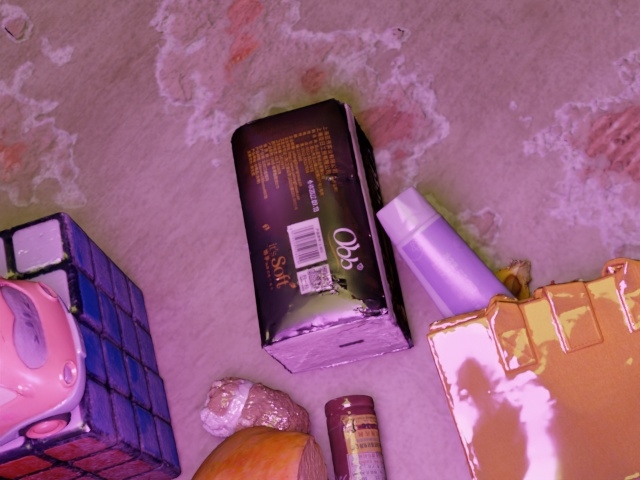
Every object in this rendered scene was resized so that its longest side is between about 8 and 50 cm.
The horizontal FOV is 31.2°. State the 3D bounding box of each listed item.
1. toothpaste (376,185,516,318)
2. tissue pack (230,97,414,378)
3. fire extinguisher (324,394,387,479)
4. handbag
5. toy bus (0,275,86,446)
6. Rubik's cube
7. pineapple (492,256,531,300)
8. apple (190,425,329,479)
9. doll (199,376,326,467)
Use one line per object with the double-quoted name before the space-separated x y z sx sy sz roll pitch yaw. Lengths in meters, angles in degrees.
"toothpaste" 0.218 0.089 1.640 0.125 0.080 0.371 -40 83 16
"tissue pack" 0.000 0.000 1.724 0.210 0.198 0.370 -12 65 7
"fire extinguisher" 0.053 0.356 1.643 0.075 0.106 0.252 3 64 -26
"handbag" 0.367 0.180 1.547 0.401 0.133 0.283 -18 90 7
"toy bus" -0.445 0.150 1.386 0.287 0.232 0.194 -24 62 6
"Rubik's cube" -0.438 0.209 1.674 0.343 0.344 0.337 -18 64 5
"pineapple" 0.280 0.066 1.697 0.114 0.077 0.114 23 62 17
"apple" -0.075 0.419 1.535 0.252 0.314 0.309 -14 93 -34
"doll" -0.079 0.272 1.679 0.221 0.105 0.115 28 52 30
